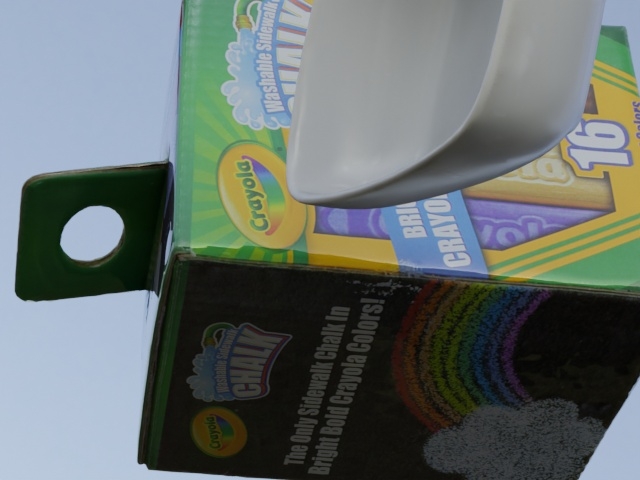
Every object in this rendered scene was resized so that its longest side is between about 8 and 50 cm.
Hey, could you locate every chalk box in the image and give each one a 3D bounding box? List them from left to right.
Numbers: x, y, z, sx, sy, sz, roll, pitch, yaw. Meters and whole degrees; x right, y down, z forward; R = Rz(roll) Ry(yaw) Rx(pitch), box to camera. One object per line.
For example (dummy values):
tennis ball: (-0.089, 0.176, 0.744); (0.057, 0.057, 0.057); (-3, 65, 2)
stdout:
chalk box: (0.000, 0.000, 0.770); (0.289, 0.179, 0.180); (7, -41, -8)

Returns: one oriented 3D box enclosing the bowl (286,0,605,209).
bowl: (0.048, -0.077, 0.528); (0.053, 0.142, 0.142); (18, -15, -23)
